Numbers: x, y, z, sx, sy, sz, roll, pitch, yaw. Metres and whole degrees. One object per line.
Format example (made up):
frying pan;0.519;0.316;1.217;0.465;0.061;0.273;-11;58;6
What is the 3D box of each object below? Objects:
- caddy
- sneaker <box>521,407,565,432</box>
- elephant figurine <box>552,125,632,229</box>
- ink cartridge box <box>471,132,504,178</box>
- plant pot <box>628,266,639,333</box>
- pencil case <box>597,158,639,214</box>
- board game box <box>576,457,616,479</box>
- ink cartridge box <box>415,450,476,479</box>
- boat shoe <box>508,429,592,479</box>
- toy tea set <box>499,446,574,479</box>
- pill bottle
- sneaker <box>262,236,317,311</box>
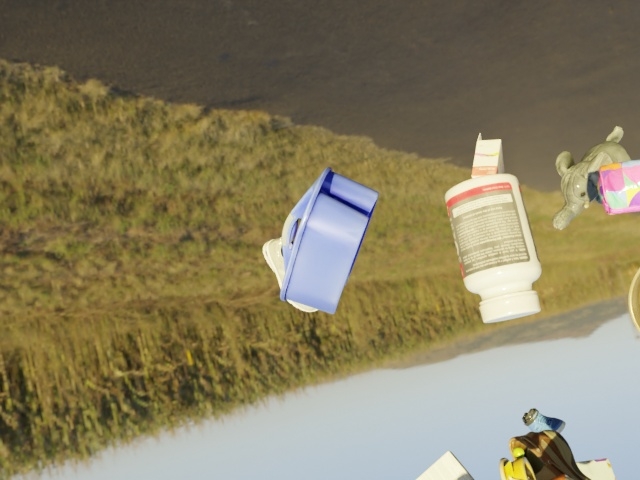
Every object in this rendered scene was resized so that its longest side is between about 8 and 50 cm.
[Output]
caddy;0.000;0.000;1.563;0.179;0.341;0.241;20;-144;3
sneaker;0.682;0.558;2.129;0.058;0.085;0.152;-49;-178;-22
elephant figurine;0.651;-0.152;1.674;0.240;0.185;0.169;-8;151;-33
ink cartridge box;0.457;-0.195;1.868;0.067;0.198;0.115;0;134;20
plant pot;1.090;0.165;1.954;0.281;0.322;0.323;-4;167;-45
pencil case;0.620;-0.104;1.225;0.237;0.104;0.104;-7;175;22
board game box;0.709;0.717;1.819;0.142;0.144;0.275;-11;131;9
ink cartridge box;0.362;0.776;2.060;0.232;0.189;0.066;-44;136;1
boat shoe;0.482;0.515;1.405;0.120;0.122;0.324;6;-159;-12
toy tea set;0.419;0.524;1.174;0.124;0.336;0.200;-26;132;23
pill bottle;0.404;0.021;1.587;0.177;0.318;0.176;-10;166;-2
sneaker;-0.084;0.112;2.261;0.105;0.281;0.115;-37;-178;-38
